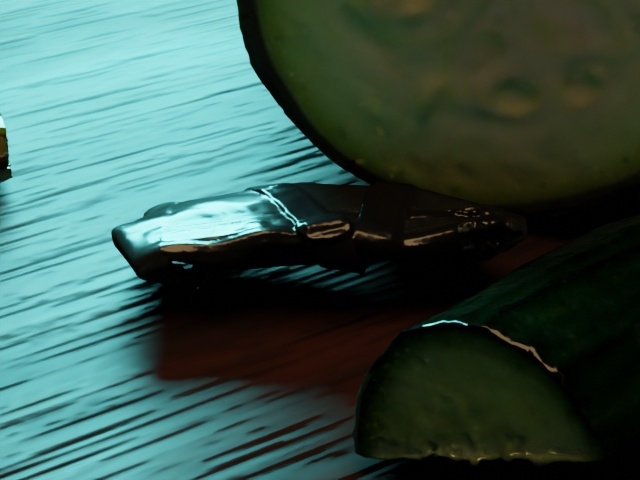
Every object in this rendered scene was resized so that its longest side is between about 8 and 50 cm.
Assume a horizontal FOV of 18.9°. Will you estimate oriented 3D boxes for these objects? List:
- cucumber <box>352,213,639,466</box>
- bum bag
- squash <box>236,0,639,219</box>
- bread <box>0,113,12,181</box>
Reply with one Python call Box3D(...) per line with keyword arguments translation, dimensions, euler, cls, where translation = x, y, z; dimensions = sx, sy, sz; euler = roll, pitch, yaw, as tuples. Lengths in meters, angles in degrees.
Box3D(translation=(0.127, 0.029, 0.846), dimensions=(0.115, 0.063, 0.244), euler=(1, 17, 39), cls="cucumber")
Box3D(translation=(0.000, 0.000, 0.912), dimensions=(0.198, 0.049, 0.087), euler=(-3, 17, -9), cls="bum bag")
Box3D(translation=(0.114, -0.213, 1.079), dimensions=(0.263, 0.263, 0.384), euler=(11, 32, 7), cls="squash")
Box3D(translation=(-0.195, -0.042, 0.950), dimensions=(0.083, 0.036, 0.047), euler=(-7, 26, -20), cls="bread")
